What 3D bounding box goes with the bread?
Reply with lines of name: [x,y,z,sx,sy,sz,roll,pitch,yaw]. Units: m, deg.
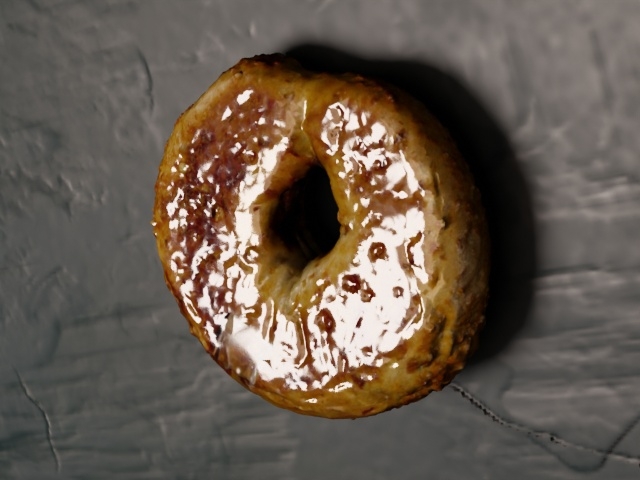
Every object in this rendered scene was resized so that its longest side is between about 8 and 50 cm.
bread: [0.000,0.000,0.713,0.193,0.064,0.193,9,106,32]
